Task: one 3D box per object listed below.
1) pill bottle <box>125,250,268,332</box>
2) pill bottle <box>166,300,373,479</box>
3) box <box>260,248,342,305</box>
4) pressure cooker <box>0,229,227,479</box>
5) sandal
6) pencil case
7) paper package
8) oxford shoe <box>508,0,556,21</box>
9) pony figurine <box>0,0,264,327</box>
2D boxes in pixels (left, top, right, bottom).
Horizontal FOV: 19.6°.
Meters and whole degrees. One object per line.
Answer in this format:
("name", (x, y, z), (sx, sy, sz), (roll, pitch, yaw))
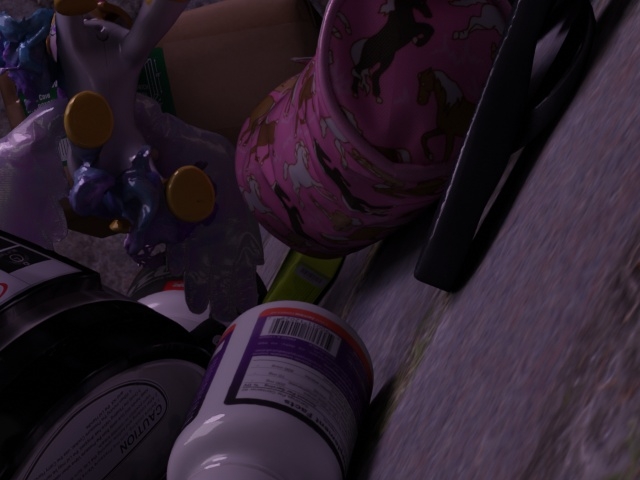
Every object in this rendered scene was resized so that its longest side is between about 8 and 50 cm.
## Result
("pill bottle", (-0.135, 0.112, 1.866), (0.161, 0.161, 0.283), (-59, 6, 13))
("pill bottle", (-0.033, 0.128, 1.139), (0.108, 0.108, 0.193), (-57, 6, 30))
("box", (0.000, 0.000, 1.844), (0.109, 0.042, 0.178), (-53, 8, 45))
("pressure cooker", (-0.256, 0.182, 1.393), (0.375, 0.420, 0.370), (22, -88, -62))
("sandal", (0.127, -0.086, 1.169), (0.097, 0.054, 0.254), (1, -70, -88))
("pencil case", (0.037, -0.092, 1.412), (0.160, 0.167, 0.386), (-35, 0, -14))
("paper package", (-0.133, -0.129, 1.924), (0.309, 0.325, 0.168), (29, -133, -81))
("oxford shoe", (0.164, -0.208, 1.375), (0.096, 0.083, 0.227), (-41, 5, -3))
("pony figurine", (-0.183, -0.084, 1.616), (0.363, 0.303, 0.351), (-178, 84, -74))
